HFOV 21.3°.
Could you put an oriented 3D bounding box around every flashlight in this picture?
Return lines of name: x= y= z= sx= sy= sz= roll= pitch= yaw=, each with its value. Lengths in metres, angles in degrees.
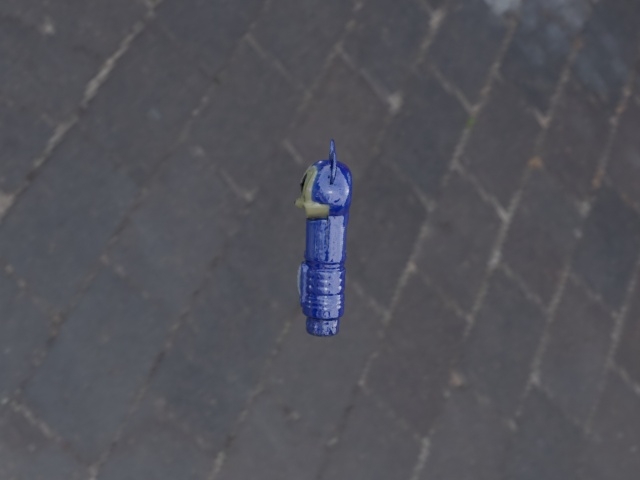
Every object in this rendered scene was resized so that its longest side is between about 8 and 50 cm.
flashlight: x=0.000 y=0.000 z=1.051 sx=0.035 sy=0.121 sz=0.057 roll=3 pitch=15 yaw=-3
